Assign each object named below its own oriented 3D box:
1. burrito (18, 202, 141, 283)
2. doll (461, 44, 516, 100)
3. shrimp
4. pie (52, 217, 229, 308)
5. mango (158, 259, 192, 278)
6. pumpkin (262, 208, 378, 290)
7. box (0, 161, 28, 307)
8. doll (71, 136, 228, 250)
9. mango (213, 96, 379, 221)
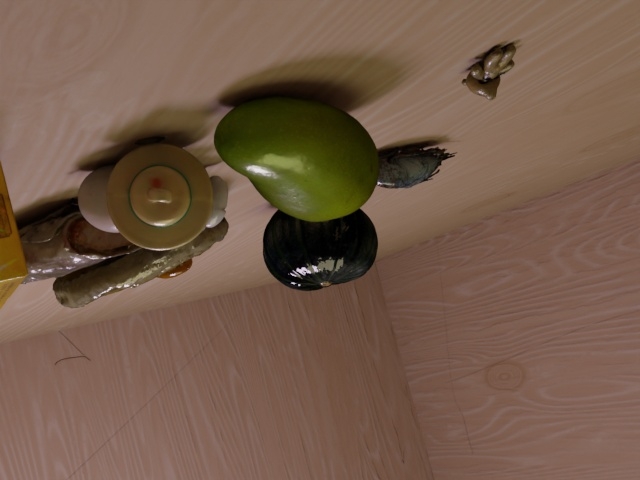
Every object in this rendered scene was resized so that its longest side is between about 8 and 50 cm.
[{"bbox_3d":[-0.400,0.001,1.310,0.347,0.107,0.175,-15,-173,20],"label":"burrito"},{"bbox_3d":[0.222,-0.228,1.092,0.061,0.051,0.093,-12,144,-15],"label":"doll"},{"bbox_3d":[0.178,-0.140,1.553,0.232,0.079,0.090,-17,138,-36],"label":"shrimp"},{"bbox_3d":[-0.315,0.025,1.465,0.339,0.077,0.339,-19,-165,5],"label":"pie"},{"bbox_3d":[-0.373,0.060,2.041,0.114,0.061,0.080,-16,-172,-4],"label":"mango"},{"bbox_3d":[0.000,0.000,1.779,0.249,0.216,0.250,3,145,2],"label":"pumpkin"},{"bbox_3d":[-0.416,0.002,1.026,0.043,0.152,0.269,-11,173,-29],"label":"box"},{"bbox_3d":[-0.197,-0.064,1.148,0.208,0.144,0.271,6,-177,35],"label":"doll"},{"bbox_3d":[-0.024,-0.109,1.074,0.175,0.143,0.293,-11,165,24],"label":"mango"}]
